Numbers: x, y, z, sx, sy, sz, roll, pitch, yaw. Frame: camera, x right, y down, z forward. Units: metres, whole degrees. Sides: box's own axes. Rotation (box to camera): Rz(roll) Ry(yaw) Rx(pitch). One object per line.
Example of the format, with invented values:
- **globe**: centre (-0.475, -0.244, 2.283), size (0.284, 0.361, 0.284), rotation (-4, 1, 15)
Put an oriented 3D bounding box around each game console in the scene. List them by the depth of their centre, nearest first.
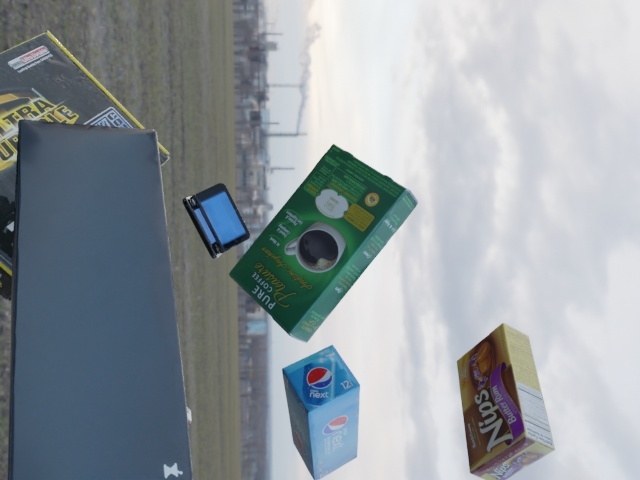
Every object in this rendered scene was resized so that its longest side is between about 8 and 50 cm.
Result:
- **game console**: centre (-0.190, -0.039, 1.112), size (0.122, 0.071, 0.107), rotation (63, 2, -6)

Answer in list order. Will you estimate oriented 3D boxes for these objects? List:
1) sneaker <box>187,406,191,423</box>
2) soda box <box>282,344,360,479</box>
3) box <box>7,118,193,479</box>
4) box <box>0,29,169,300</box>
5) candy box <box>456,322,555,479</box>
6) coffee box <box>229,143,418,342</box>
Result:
- **sneaker**: centre (-0.262, 0.213, 0.858), size (0.225, 0.088, 0.093), rotation (51, 24, -45)
- **soda box**: centre (0.003, 0.226, 0.767), size (0.067, 0.071, 0.210), rotation (53, -22, 36)
- **box**: centre (-0.172, 0.072, 0.443), size (0.184, 0.103, 0.261), rotation (-51, -135, 49)
- **box**: centre (-0.397, -0.115, 0.817), size (0.079, 0.257, 0.322), rotation (-30, -162, 40)
- **candy box**: centre (0.246, 0.219, 0.822), size (0.109, 0.053, 0.187), rotation (-52, -162, 36)
- **coffee box**: centre (0.000, 0.000, 0.622), size (0.113, 0.184, 0.040), rotation (37, -2, 35)
